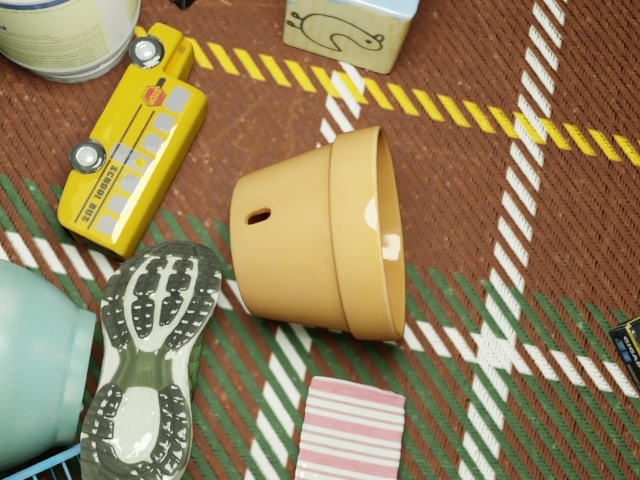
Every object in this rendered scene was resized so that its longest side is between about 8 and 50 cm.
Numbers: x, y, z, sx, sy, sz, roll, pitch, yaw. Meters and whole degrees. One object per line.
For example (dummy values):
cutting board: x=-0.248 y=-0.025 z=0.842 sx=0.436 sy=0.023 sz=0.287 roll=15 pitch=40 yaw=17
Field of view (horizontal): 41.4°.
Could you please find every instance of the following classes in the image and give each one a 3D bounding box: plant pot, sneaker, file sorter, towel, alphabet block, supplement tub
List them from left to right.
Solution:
plant pot: x=-0.397 y=0.165 z=1.084 sx=0.196 sy=0.293 sz=0.293 roll=10 pitch=77 yaw=-14
supplement tub: x=-0.377 y=-0.371 z=1.171 sx=0.235 sy=0.325 sz=0.235 roll=1 pitch=78 yaw=-5
file sorter: x=-0.354 y=0.341 z=1.124 sx=0.170 sy=0.118 sz=0.104 roll=-24 pitch=84 yaw=-10
sneaker: x=-0.227 y=0.183 z=1.157 sx=0.158 sy=0.182 sz=0.410 roll=8 pitch=52 yaw=0
plant pot: x=0.000 y=0.000 z=1.161 sx=0.203 sy=0.291 sz=0.291 roll=-6 pitch=78 yaw=10
towel: x=0.040 y=0.293 z=1.184 sx=0.144 sy=0.029 sz=0.197 roll=13 pitch=58 yaw=-4
alphabet block: x=0.058 y=-0.396 z=1.280 sx=0.192 sy=0.197 sz=0.193 roll=18 pitch=76 yaw=0

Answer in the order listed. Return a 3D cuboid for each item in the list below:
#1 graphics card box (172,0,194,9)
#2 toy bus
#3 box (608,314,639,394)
graphics card box: x=-0.272 y=-0.572 z=1.345 sx=0.371 sy=0.094 sz=0.233 roll=44 pitch=77 yaw=4
toy bus: x=-0.266 y=-0.145 z=1.241 sx=0.130 sy=0.108 sz=0.333 roll=25 pitch=77 yaw=1
box: x=0.618 y=0.222 z=1.254 sx=0.257 sy=0.079 sz=0.322 roll=-23 pitch=81 yaw=-8
